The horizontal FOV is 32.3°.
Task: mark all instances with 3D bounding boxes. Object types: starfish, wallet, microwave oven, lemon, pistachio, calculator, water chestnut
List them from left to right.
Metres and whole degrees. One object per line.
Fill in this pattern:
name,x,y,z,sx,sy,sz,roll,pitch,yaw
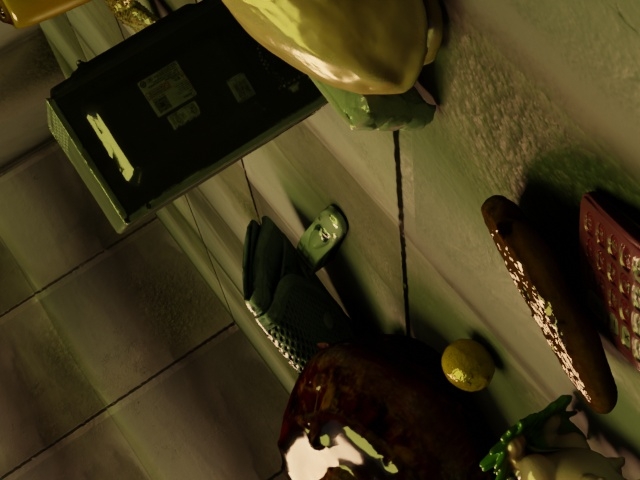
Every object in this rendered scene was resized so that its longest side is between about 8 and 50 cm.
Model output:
starfish,-0.318,-0.418,1.817,0.347,0.078,0.358,59,168,0
microwave oven,-0.151,-0.163,1.273,0.181,0.295,0.237,58,168,-4
wallet,-0.010,0.140,1.809,0.342,0.075,0.237,54,-160,-29
pistachio,0.005,-0.218,0.917,0.229,0.157,0.157,44,168,-2
water chestnut,0.074,0.306,1.547,0.350,0.302,0.350,28,139,28
lemon,0.179,0.151,1.351,0.083,0.062,0.062,37,157,53
calculator,0.246,0.052,0.821,0.190,0.034,0.127,-117,12,-54

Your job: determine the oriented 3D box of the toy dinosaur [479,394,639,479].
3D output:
toy dinosaur,0.276,0.256,1.142,0.177,0.152,0.194,51,126,24

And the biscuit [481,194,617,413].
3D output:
biscuit,0.201,0.055,0.963,0.212,0.036,0.212,60,-175,-9

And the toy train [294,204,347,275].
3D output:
toy train,0.000,0.000,1.685,0.052,0.051,0.234,51,168,7

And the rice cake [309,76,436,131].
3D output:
rice cake,0.007,-0.187,1.054,0.127,0.043,0.237,-3,-136,-50

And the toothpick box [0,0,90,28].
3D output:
toothpick box,-0.316,-0.385,1.395,0.175,0.271,0.175,52,167,17

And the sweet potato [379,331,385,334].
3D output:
sweet potato,0.110,0.219,1.784,0.075,0.075,0.273,51,171,22
